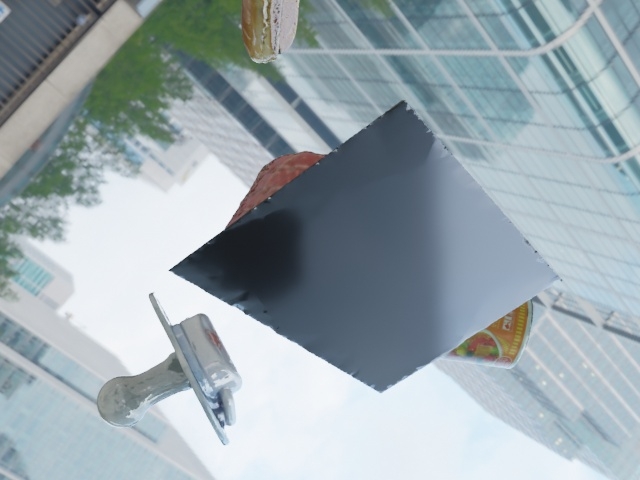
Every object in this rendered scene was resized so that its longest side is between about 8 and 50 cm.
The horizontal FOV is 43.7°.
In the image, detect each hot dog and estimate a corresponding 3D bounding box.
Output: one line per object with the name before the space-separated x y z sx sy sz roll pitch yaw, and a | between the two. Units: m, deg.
hot dog | -0.060 -0.325 0.964 0.062 0.235 0.092 26 -136 18

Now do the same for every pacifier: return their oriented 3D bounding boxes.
pacifier | -0.253 0.231 1.302 0.226 0.238 0.287 -23 -122 -12

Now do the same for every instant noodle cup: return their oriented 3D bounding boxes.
instant noodle cup | 0.206 0.114 1.186 0.168 0.185 0.168 -165 -90 -88

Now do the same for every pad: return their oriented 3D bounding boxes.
pad | 0.066 0.035 0.768 0.248 0.367 0.007 -35 -131 17

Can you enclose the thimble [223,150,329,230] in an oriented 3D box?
thimble | 0.000 0.000 1.572 0.350 0.350 0.230 -9 -135 47
